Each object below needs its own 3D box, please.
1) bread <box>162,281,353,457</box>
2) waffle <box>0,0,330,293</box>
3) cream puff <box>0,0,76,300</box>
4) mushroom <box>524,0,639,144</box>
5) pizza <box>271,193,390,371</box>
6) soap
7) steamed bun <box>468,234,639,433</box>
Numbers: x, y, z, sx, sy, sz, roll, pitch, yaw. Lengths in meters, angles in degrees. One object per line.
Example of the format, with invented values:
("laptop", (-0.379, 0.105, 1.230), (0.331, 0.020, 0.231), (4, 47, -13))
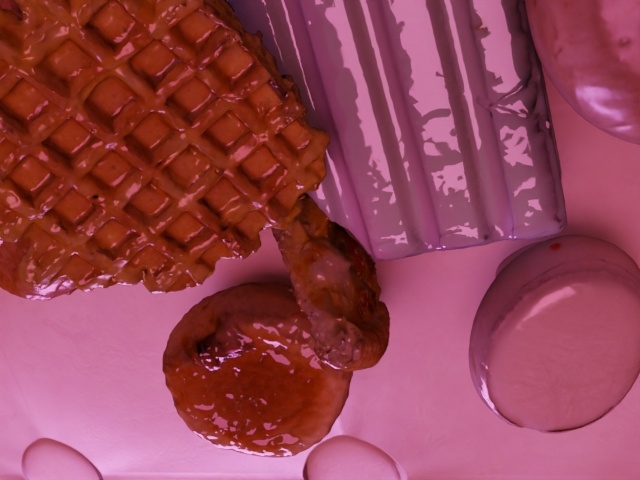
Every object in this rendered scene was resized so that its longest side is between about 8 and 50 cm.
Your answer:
("bread", (-0.074, 0.152, 0.940), (0.244, 0.134, 0.244), (6, 115, 13))
("waffle", (-0.140, -0.088, 0.613), (0.307, 0.060, 0.312), (-14, 128, -15))
("cream puff", (-0.267, -0.112, 0.790), (0.231, 0.343, 0.327), (-5, 146, -25))
("mushroom", (0.306, -0.204, 0.543), (0.297, 0.290, 0.297), (-6, 111, -16))
("pizza", (0.000, 0.000, 0.790), (0.075, 0.280, 0.287), (-24, 98, 9))
("soap", (0.061, -0.207, 0.703), (0.261, 0.156, 0.446), (-10, 113, 22))
("steamed bun", (0.256, 0.093, 0.817), (0.177, 0.130, 0.228), (11, 118, -2))
